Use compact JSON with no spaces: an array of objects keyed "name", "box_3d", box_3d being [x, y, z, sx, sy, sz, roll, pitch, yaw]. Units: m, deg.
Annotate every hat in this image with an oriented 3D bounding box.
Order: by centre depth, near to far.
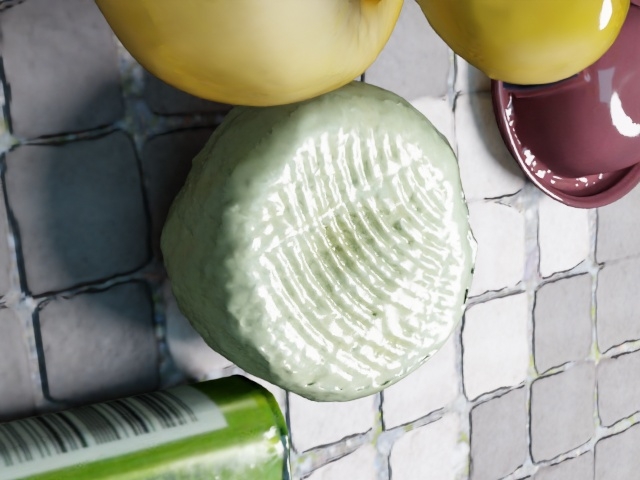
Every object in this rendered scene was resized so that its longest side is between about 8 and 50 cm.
[{"name":"hat","box_3d":[0.224,-0.122,0.691,0.205,0.089,0.205,-6,101,-33]}]

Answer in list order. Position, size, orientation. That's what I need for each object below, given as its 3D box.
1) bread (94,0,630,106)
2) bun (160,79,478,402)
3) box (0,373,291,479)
[{"name":"bread","box_3d":[0.012,-0.271,0.364,0.329,0.245,0.424,24,68,-55]},{"name":"bun","box_3d":[0.000,0.000,0.537,0.195,0.118,0.195,-4,98,-29]},{"name":"box","box_3d":[-0.175,0.165,0.453,0.345,0.097,0.134,-6,101,-34]}]
